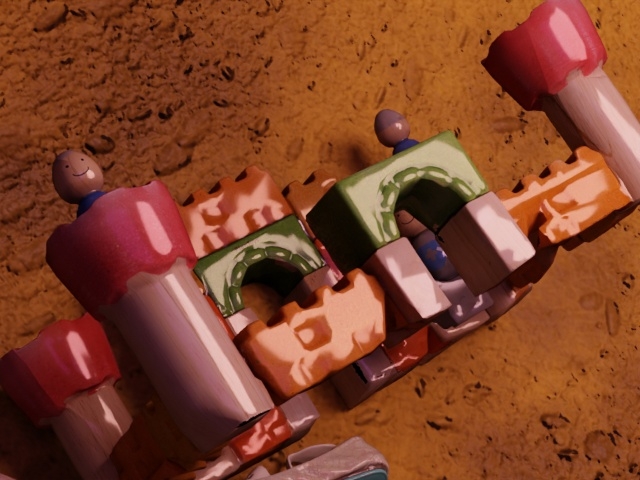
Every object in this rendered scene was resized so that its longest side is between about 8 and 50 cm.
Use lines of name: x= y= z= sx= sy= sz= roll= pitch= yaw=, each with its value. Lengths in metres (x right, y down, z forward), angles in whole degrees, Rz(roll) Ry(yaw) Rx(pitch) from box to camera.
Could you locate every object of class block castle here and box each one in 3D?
block castle: x=0.000 y=0.000 z=1.001 sx=0.453 sy=0.303 sz=0.213 roll=-27 pitch=78 yaw=-30

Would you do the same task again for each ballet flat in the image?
ballet flat: x=-0.026 y=0.193 z=1.054 sx=0.168 sy=0.057 sz=0.052 roll=-13 pitch=45 yaw=-30

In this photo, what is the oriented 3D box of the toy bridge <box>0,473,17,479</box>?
toy bridge: x=-0.211 y=0.213 z=0.978 sx=0.063 sy=0.026 sz=0.188 roll=-37 pitch=83 yaw=-33
